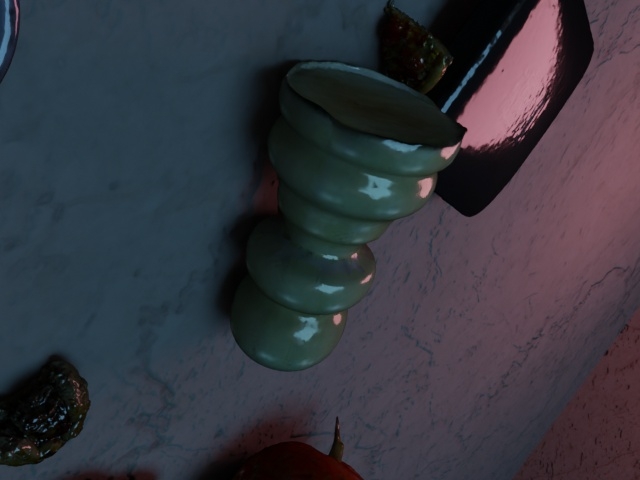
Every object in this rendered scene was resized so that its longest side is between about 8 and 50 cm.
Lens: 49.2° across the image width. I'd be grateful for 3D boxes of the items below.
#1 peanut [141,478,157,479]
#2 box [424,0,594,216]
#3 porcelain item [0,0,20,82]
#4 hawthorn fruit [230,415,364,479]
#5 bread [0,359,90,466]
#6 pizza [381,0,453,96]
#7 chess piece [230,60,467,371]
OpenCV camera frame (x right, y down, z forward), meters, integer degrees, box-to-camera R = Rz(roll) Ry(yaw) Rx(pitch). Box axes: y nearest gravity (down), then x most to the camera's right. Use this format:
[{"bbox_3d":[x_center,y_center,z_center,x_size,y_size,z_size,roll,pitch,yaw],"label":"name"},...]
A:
[{"bbox_3d":[-0.237,0.318,0.802,0.082,0.082,0.187,-54,146,4],"label":"peanut"},{"bbox_3d":[0.219,-0.181,0.855,0.290,0.073,0.289,-56,151,6],"label":"box"},{"bbox_3d":[-0.248,-0.134,0.363,0.147,0.114,0.147,-28,137,-30],"label":"porcelain item"},{"bbox_3d":[-0.038,0.410,0.965,0.262,0.258,0.258,-28,142,-3],"label":"hawthorn fruit"},{"bbox_3d":[-0.267,0.171,0.660,0.113,0.060,0.082,-37,140,-22],"label":"bread"},{"bbox_3d":[0.087,-0.181,0.730,0.029,0.100,0.099,-22,152,-26],"label":"pizza"},{"bbox_3d":[0.000,0.000,0.726,0.182,0.182,0.330,-10,133,-43],"label":"chess piece"}]
